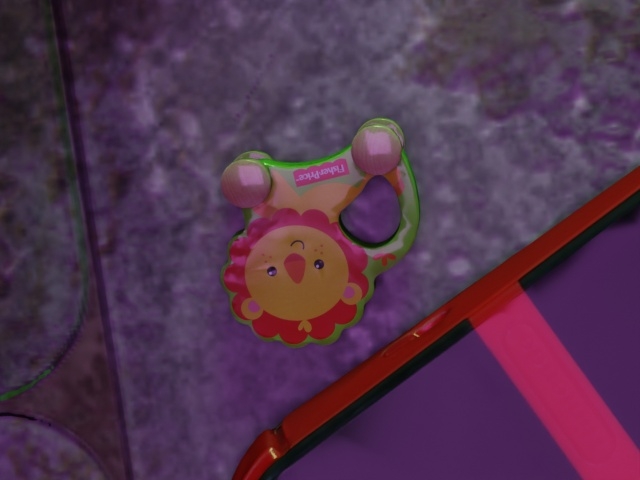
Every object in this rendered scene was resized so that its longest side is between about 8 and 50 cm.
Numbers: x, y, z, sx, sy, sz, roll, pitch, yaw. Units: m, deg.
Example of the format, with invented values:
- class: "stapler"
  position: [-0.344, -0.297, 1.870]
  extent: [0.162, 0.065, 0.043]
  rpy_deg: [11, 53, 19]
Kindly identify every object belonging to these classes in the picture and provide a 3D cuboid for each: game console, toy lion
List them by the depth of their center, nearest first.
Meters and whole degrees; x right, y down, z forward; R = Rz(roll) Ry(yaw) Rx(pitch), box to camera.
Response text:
- class: "game console"
  position: [0.177, 0.181, 0.901]
  extent: [0.342, 0.060, 0.386]
  rpy_deg: [-36, 90, 2]
- class: "toy lion"
  position: [0.000, 0.000, 0.916]
  extent: [0.100, 0.034, 0.096]
  rpy_deg: [-15, 99, 7]
